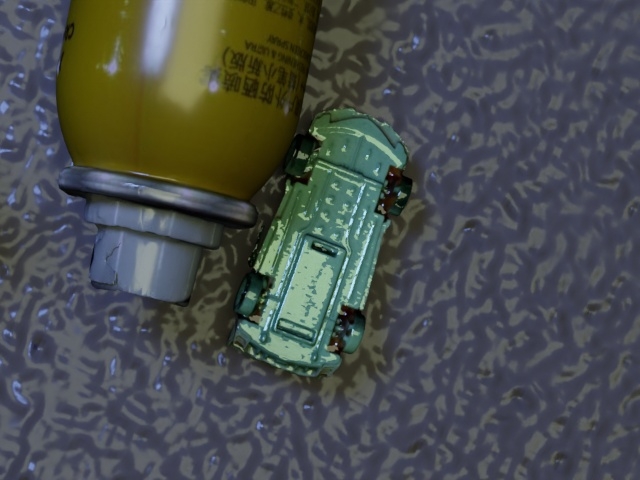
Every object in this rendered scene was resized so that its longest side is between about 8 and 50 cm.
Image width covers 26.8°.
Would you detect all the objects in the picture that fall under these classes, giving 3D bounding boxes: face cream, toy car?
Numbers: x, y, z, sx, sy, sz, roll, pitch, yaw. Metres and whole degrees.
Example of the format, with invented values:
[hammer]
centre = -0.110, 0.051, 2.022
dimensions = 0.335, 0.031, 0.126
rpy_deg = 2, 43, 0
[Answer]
[face cream]
centre = -0.042, -0.147, 0.564
dimensions = 0.105, 0.105, 0.349
rpy_deg = 11, 88, -11
[toy car]
centre = 0.000, 0.000, 0.607
dimensions = 0.059, 0.035, 0.122
rpy_deg = 21, 78, -10
